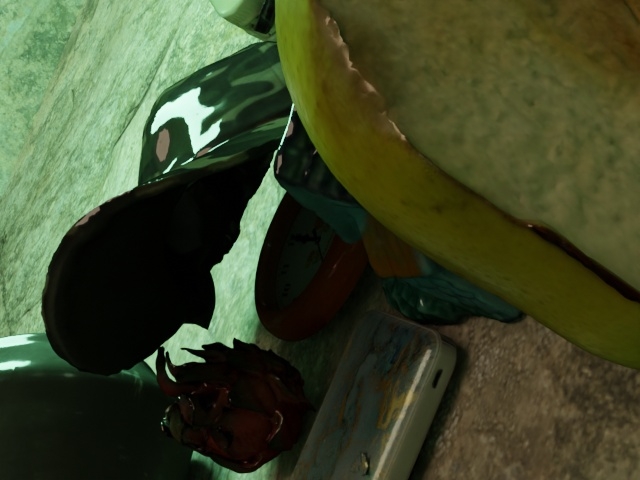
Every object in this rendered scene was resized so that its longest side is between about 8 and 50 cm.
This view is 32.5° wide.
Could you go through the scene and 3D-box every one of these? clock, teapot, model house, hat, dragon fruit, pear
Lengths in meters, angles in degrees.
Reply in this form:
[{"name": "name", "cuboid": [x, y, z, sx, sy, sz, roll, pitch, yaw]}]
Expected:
[{"name": "clock", "cuboid": [0.000, 0.000, 1.059, 0.205, 0.051, 0.205, -47, 29, 36]}, {"name": "teapot", "cuboid": [-0.274, 0.324, 1.079, 0.376, 0.305, 0.362, 101, 165, -51]}, {"name": "model house", "cuboid": [0.059, -0.095, 0.820, 0.226, 0.241, 0.261, -2, 67, 59]}, {"name": "hat", "cuboid": [-0.131, -0.059, 0.994, 0.257, 0.381, 0.366, 47, 114, 25]}, {"name": "dragon fruit", "cuboid": [-0.075, 0.145, 0.981, 0.130, 0.142, 0.121, 130, 138, -56]}, {"name": "pear", "cuboid": [0.135, -0.102, 0.629, 0.191, 0.340, 0.386, 121, 134, -63]}]

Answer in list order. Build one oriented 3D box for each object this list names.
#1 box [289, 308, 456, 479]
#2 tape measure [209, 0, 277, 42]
[{"name": "box", "cuboid": [0.018, 0.196, 0.871, 0.285, 0.044, 0.142, -67, 22, -4]}, {"name": "tape measure", "cuboid": [-0.039, -0.391, 1.386, 0.271, 0.133, 0.231, -56, 27, 14]}]
